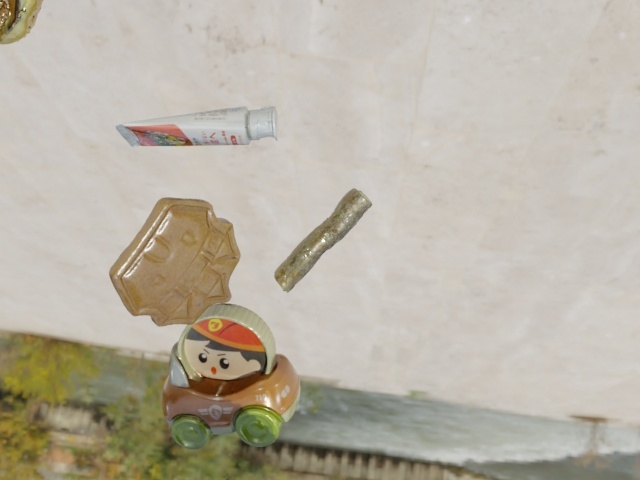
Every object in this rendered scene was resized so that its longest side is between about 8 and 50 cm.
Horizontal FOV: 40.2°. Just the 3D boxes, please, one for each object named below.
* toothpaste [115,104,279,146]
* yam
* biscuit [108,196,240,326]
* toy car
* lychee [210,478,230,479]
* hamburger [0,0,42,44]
[{"bbox_3d":[-0.181,-0.167,1.303,0.234,0.057,0.089,-3,165,5],"label":"toothpaste"},{"bbox_3d":[0.000,0.000,1.732,0.253,0.061,0.061,-46,141,11],"label":"yam"},{"bbox_3d":[-0.182,0.040,1.203,0.034,0.182,0.215,32,174,38],"label":"biscuit"},{"bbox_3d":[-0.154,0.204,1.400,0.235,0.235,0.145,4,-156,8],"label":"toy car"},{"bbox_3d":[-0.119,0.458,1.102,0.300,0.300,0.300,6,161,2],"label":"lychee"},{"bbox_3d":[-0.423,-0.319,1.084,0.177,0.113,0.185,46,138,14],"label":"hamburger"}]
